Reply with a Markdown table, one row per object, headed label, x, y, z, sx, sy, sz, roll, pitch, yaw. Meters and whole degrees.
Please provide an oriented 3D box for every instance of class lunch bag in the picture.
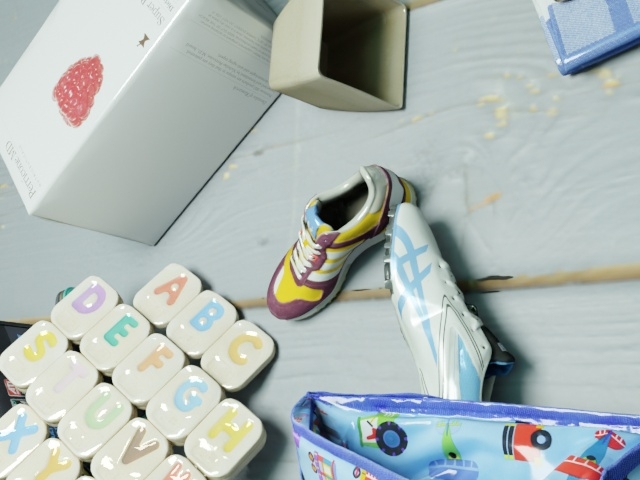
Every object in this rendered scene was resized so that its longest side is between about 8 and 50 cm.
| label | x | y | z | sx | sy | sz | roll | pitch | yaw |
| --- | --- | --- | --- | --- | --- | --- | --- | --- | --- |
| lunch bag | 0.085 | 0.229 | 0.564 | 0.293 | 0.138 | 0.221 | 0 | 111 | 44 |

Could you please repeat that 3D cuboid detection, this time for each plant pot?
| label | x | y | z | sx | sy | sz | roll | pitch | yaw |
| --- | --- | --- | --- | --- | --- | --- | --- | --- | --- |
| plant pot | 0.009 | -0.181 | 0.783 | 0.096 | 0.109 | 0.109 | -9 | 73 | 47 |

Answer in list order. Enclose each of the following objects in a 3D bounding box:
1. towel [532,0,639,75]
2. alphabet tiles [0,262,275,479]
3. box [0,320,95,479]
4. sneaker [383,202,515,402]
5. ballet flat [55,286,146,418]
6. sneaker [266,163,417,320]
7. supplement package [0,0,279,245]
| label | x | y | z | sx | sy | sz | roll | pitch | yaw |
| --- | --- | --- | --- | --- | --- | --- | --- | --- | --- |
| towel | 0.253 | -0.296 | 0.672 | 0.209 | 0.034 | 0.285 | -24 | 66 | 30 |
| alphabet tiles | -0.192 | 0.152 | 0.796 | 0.284 | 0.021 | 0.278 | 35 | 68 | 31 |
| box | -0.374 | 0.204 | 0.842 | 0.073 | 0.293 | 0.295 | -45 | 56 | 18 |
| sneaker | 0.105 | 0.074 | 0.664 | 0.086 | 0.085 | 0.237 | -17 | 66 | 8 |
| ballet flat | -0.252 | 0.134 | 0.914 | 0.203 | 0.074 | 0.074 | 41 | 103 | 34 |
| sneaker | 0.000 | 0.000 | 0.751 | 0.185 | 0.084 | 0.069 | -47 | 56 | 17 |
| supplement package | -0.192 | -0.167 | 0.877 | 0.293 | 0.175 | 0.177 | -48 | 56 | 17 |
